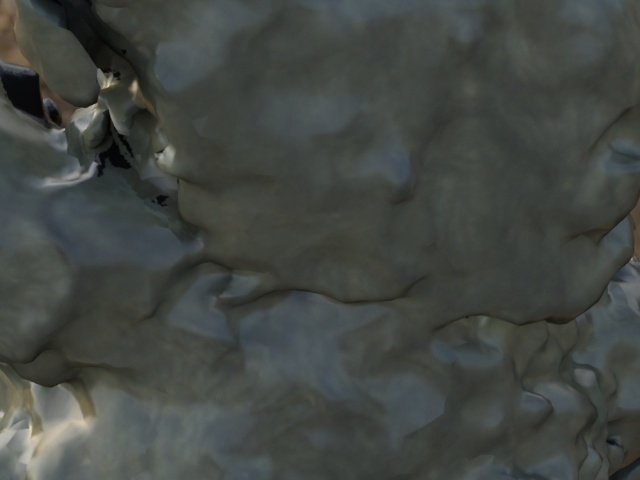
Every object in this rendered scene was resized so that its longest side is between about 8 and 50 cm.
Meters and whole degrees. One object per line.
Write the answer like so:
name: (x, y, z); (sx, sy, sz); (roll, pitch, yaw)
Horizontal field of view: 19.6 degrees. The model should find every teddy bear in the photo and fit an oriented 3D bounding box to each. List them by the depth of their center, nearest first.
teddy bear: (0.000, 0.000, 0.593); (0.357, 0.367, 0.224); (10, 29, -31)
